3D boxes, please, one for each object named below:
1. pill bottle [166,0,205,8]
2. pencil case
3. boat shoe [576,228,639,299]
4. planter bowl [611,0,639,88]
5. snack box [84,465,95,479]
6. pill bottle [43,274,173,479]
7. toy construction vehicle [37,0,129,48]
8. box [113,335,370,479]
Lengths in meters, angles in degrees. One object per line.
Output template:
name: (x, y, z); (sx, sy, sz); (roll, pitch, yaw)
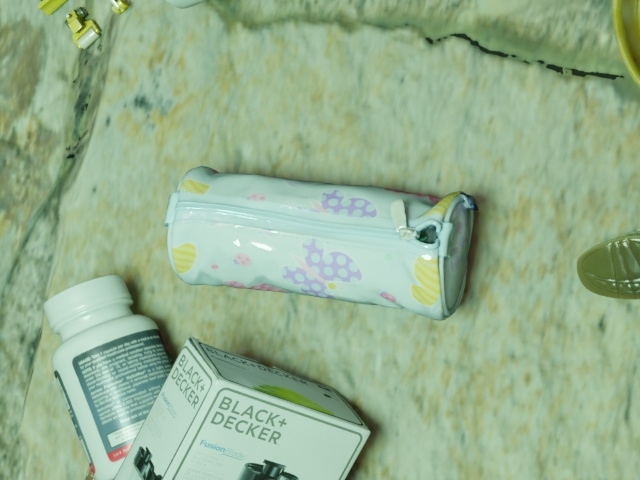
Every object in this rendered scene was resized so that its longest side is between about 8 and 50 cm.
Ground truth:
pill bottle: (-0.010, -0.323, 1.170); (0.318, 0.176, 0.176); (-20, 82, 19)
pencil case: (0.000, 0.000, 1.187); (0.273, 0.124, 0.113); (7, 91, 21)
boat shoe: (0.294, 0.011, 1.126); (0.153, 0.048, 0.056); (-18, 95, 25)
planter bowl: (0.352, -0.186, 1.080); (0.217, 0.090, 0.217); (-1, 88, 21)
snack box: (-0.221, 0.310, 1.313); (0.064, 0.022, 0.178); (19, 95, 18)
pill bottle: (-0.192, 0.129, 1.262); (0.108, 0.108, 0.180); (-26, 80, 18)
toy construction vehicle: (-0.243, -0.248, 1.328); (0.086, 0.035, 0.098); (-35, 78, 16)
box: (-0.102, 0.249, 1.189); (0.290, 0.169, 0.087); (-61, 30, 8)
